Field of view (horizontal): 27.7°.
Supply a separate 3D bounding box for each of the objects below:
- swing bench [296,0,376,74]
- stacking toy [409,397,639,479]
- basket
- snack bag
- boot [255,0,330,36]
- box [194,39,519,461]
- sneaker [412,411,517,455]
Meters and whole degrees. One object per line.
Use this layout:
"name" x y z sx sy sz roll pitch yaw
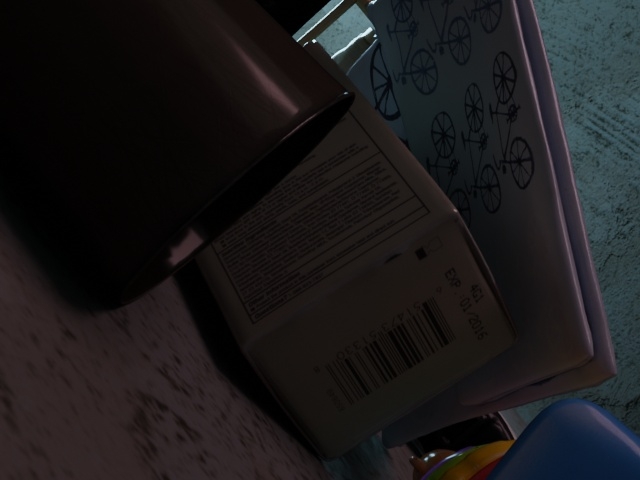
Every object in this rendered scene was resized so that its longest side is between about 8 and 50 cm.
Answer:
"swing bench" 0.044 -0.123 1.572 0.255 0.253 0.165 48 1 -36
"stacking toy" 0.106 0.174 0.752 0.175 0.166 0.302 38 -4 -12
"basket" -0.115 -0.103 0.642 0.227 0.154 0.204 48 7 0
"snack bag" 0.080 -0.029 0.933 0.342 0.037 0.323 142 -60 -65
"boot" -0.046 -0.133 0.970 0.207 0.246 0.094 40 29 -53
"box" 0.000 0.000 0.843 0.127 0.148 0.232 58 0 -40
"sneaker" 0.085 0.140 1.160 0.217 0.079 0.121 44 5 19
